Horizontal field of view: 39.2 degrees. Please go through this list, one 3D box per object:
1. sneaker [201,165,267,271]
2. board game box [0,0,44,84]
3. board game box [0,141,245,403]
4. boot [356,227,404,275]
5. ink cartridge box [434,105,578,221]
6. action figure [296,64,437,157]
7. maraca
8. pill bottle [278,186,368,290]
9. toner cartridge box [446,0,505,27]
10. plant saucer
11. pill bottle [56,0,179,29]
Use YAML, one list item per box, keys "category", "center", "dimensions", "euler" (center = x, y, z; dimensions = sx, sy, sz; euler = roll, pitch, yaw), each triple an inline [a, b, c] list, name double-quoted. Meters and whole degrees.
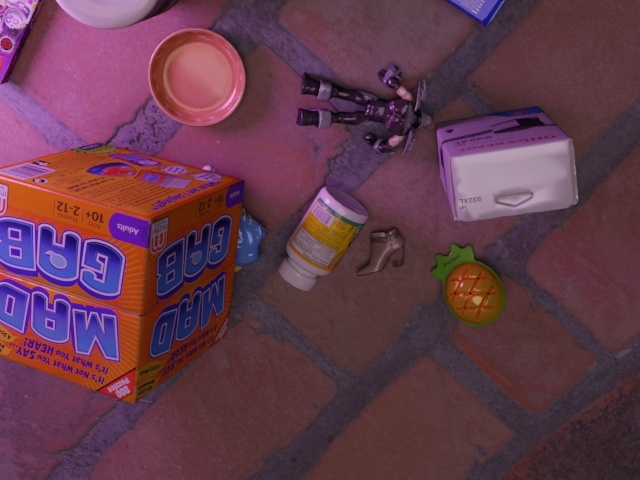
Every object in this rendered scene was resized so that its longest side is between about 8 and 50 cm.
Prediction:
- category: "sneaker"
  center: [-0.185, -0.050, 1.919]
  dimensions: [0.126, 0.091, 0.240]
  euler: [-11, 108, -13]
- category: "board game box"
  center: [-0.751, -0.490, 1.806]
  dimensions: [0.347, 0.056, 0.208]
  euler: [29, 112, -7]
- category: "board game box"
  center: [-0.401, 0.042, 1.755]
  dimensions: [0.356, 0.356, 0.356]
  euler: [15, 110, 19]
- category: "boot"
  center: [0.125, 0.023, 1.944]
  dimensions: [0.118, 0.042, 0.087]
  euler: [-16, 101, 7]
- category: "ink cartridge box"
  center: [0.346, -0.153, 1.728]
  dimensions: [0.223, 0.307, 0.129]
  euler: [-8, 108, 5]
- category: "action figure"
  center: [0.099, -0.267, 1.818]
  dimensions: [0.285, 0.099, 0.185]
  euler: [9, 102, -4]
- category: "maraca"
  center: [0.318, 0.096, 1.930]
  dimensions: [0.127, 0.099, 0.185]
  euler: [-35, 78, 11]
- category: "pill bottle"
  center: [0.000, 0.000, 1.897]
  dimensions: [0.117, 0.117, 0.208]
  euler: [31, 107, -8]
- category: "toner cartridge box"
  center: [0.217, -0.571, 1.715]
  dimensions: [0.348, 0.075, 0.165]
  euler: [31, 108, -7]
- category: "plant saucer"
  center: [-0.250, -0.334, 1.838]
  dimensions: [0.200, 0.037, 0.200]
  euler: [1, 109, 2]
- category: "pill bottle"
  center: [-0.343, -0.498, 1.616]
  dimensions: [0.204, 0.361, 0.204]
  euler: [1, 109, 2]
